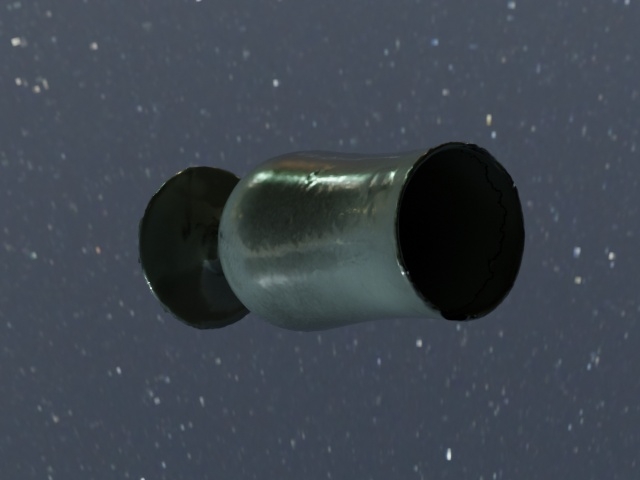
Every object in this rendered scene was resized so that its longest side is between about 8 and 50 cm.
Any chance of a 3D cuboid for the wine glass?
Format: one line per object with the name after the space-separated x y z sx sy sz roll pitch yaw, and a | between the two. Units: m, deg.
0.000 0.000 0.729 0.231 0.103 0.103 -3 -140 53 | wine glass
